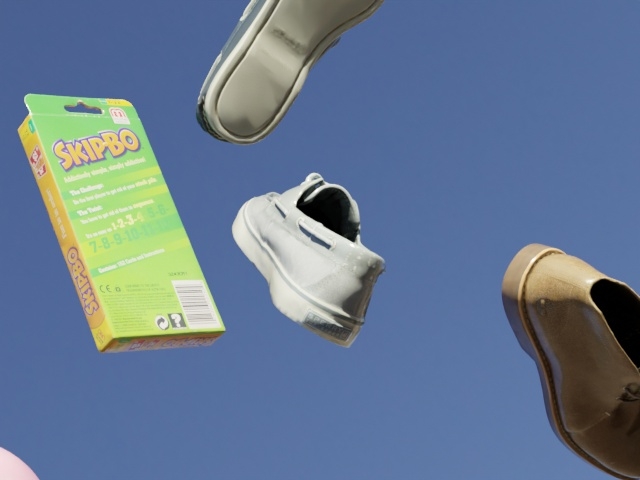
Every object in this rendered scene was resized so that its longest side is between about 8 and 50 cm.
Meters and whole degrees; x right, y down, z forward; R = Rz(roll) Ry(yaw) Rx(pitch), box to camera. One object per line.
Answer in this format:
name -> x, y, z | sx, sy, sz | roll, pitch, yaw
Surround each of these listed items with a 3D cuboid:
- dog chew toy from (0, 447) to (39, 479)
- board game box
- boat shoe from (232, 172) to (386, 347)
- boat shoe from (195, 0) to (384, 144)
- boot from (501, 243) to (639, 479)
dog chew toy -> -0.309, 0.355, 1.439 | 0.206, 0.332, 0.206 | -32, -6, -4
board game box -> -0.184, -0.020, 1.384 | 0.124, 0.259, 0.039 | 0, -30, -43
boat shoe -> -0.001, 0.000, 1.072 | 0.079, 0.227, 0.081 | 28, -80, -20
boat shoe -> -0.018, -0.191, 1.318 | 0.095, 0.079, 0.254 | 34, -93, -24
boot -> 0.281, 0.135, 1.459 | 0.112, 0.115, 0.305 | -49, -53, -22
